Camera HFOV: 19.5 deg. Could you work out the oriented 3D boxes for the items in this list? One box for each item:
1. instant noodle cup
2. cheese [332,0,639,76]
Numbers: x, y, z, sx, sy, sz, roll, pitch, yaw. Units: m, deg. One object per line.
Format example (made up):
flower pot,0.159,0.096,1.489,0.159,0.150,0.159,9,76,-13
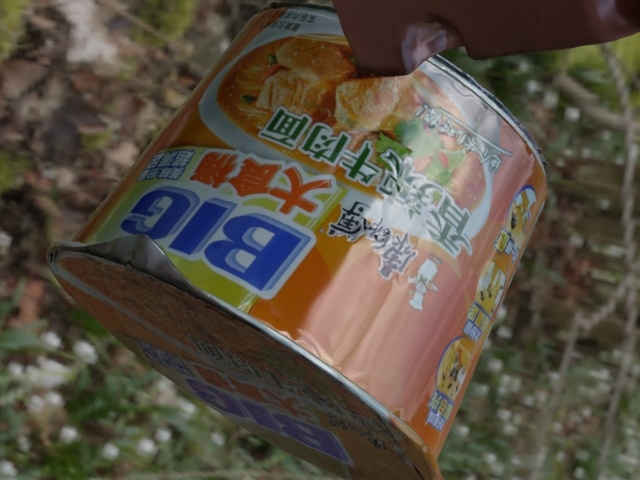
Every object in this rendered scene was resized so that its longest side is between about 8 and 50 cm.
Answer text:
instant noodle cup,0.000,0.000,1.191,0.296,0.296,0.214,43,69,-36
cheese,0.083,-0.149,0.860,0.203,0.177,0.128,-71,141,-66
